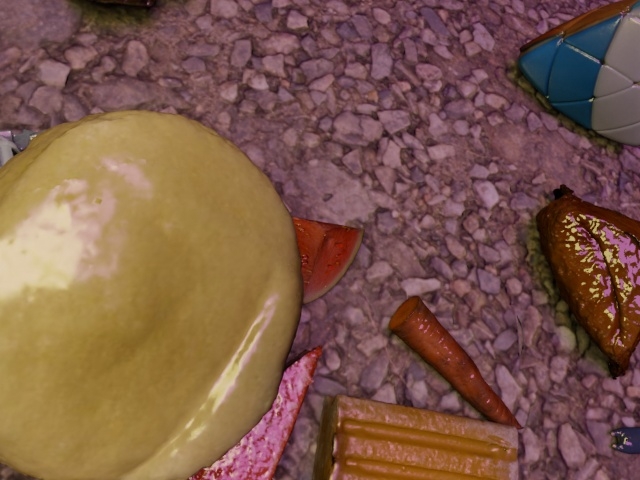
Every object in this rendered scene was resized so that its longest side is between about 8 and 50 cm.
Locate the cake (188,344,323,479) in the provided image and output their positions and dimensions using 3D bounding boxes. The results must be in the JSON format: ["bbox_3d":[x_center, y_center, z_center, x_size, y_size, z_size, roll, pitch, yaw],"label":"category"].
[{"bbox_3d":[-0.092,0.198,0.544,0.117,0.086,0.220,25,70,-8],"label":"cake"}]

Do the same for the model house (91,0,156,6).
[{"bbox_3d":[-0.285,-0.377,0.679,0.165,0.106,0.152,34,77,36],"label":"model house"}]

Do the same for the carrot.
[{"bbox_3d":[0.180,0.172,0.648,0.224,0.057,0.057,47,68,-3],"label":"carrot"}]

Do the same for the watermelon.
[{"bbox_3d":[0.000,0.000,0.626,0.135,0.094,0.125,-21,73,-23],"label":"watermelon"}]

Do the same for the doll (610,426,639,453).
[{"bbox_3d":[0.459,0.278,0.695,0.125,0.027,0.037,5,71,-10],"label":"doll"}]

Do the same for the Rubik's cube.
[{"bbox_3d":[0.490,-0.276,0.828,0.255,0.254,0.254,4,72,-13],"label":"Rubik's cube"}]

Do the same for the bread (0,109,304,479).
[{"bbox_3d":[-0.168,0.049,0.460,0.321,0.237,0.320,5,83,-39],"label":"bread"}]

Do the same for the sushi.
[{"bbox_3d":[0.409,0.043,0.701,0.149,0.140,0.287,-28,80,17],"label":"sushi"}]

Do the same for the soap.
[{"bbox_3d":[0.111,0.268,0.581,0.232,0.073,0.140,13,72,-10],"label":"soap"}]

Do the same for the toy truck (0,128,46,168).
[{"bbox_3d":[-0.425,-0.030,0.509,0.339,0.133,0.184,-14,65,-16],"label":"toy truck"}]
